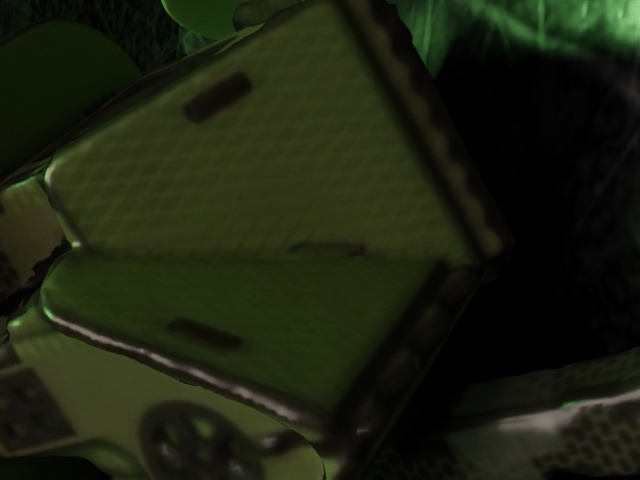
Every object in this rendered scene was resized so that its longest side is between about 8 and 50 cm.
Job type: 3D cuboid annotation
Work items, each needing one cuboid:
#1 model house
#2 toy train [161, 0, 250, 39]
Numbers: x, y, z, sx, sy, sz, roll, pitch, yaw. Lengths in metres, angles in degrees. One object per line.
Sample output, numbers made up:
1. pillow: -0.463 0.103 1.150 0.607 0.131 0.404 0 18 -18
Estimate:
1. model house: 0.000 0.000 0.442 0.279 0.205 0.218 -19 110 37
2. toy train: -0.065 -0.205 0.594 0.105 0.157 0.253 -22 68 15
